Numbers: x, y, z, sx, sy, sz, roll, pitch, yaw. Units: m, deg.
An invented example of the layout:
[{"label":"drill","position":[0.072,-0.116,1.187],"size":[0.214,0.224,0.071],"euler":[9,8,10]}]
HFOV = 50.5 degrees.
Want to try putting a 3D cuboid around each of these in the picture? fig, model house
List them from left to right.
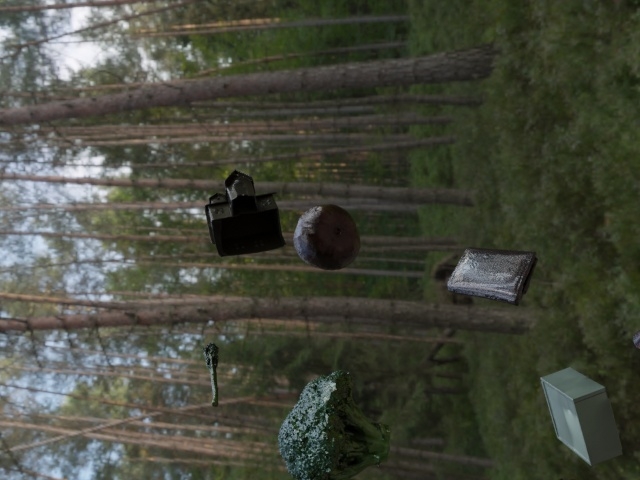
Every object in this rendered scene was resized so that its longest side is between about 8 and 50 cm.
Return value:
[{"label":"model house","position":[-0.231,-0.104,1.962],"size":[0.243,0.211,0.205],"euler":[-117,20,-55]},{"label":"fig","position":[0.000,0.000,2.216],"size":[0.321,0.216,0.217],"euler":[156,122,-71]}]

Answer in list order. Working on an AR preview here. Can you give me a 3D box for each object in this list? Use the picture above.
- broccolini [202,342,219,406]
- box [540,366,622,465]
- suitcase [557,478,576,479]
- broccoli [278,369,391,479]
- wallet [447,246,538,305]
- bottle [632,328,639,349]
[{"label":"broccolini","position":[-0.333,0.413,2.083],"size":[0.054,0.051,0.239],"euler":[33,-154,-33]},{"label":"box","position":[0.830,0.553,2.161],"size":[0.225,0.117,0.225],"euler":[-141,33,-81]},{"label":"suitcase","position":[0.630,0.791,1.817],"size":[0.297,0.161,0.236],"euler":[-3,-124,-43]},{"label":"broccoli","position":[0.036,0.470,1.655],"size":[0.308,0.274,0.308],"euler":[5,-90,-84]},{"label":"wallet","position":[0.499,0.097,1.977],"size":[0.182,0.229,0.049],"euler":[-59,-44,-26]},{"label":"bottle","position":[0.779,0.187,1.539],"size":[0.060,0.060,0.164],"euler":[-66,-1,-47]}]
